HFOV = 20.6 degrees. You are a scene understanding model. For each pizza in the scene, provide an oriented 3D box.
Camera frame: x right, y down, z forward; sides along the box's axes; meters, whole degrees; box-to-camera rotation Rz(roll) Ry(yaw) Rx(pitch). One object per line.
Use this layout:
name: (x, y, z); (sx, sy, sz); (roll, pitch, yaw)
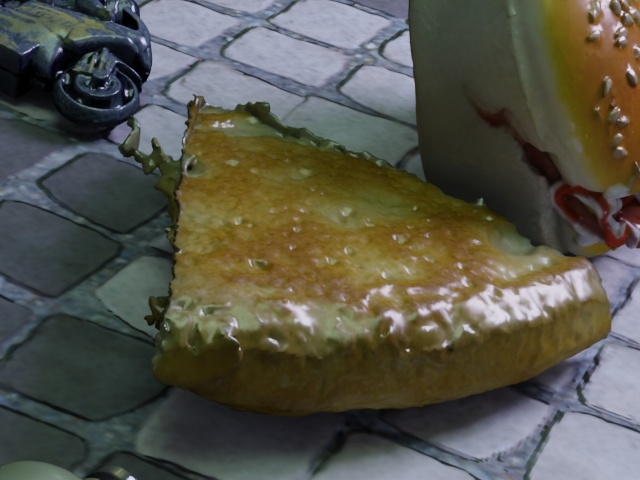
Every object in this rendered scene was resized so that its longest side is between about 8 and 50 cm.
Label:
pizza: (0.000, 0.000, 0.944); (0.280, 0.075, 0.288); (0, 29, -26)

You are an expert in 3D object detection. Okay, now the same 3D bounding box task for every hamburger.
hamburger: (0.155, -0.119, 1.054); (0.151, 0.227, 0.295); (-2, 26, 27)

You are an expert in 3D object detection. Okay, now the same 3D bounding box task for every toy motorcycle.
toy motorcycle: (-0.173, -0.136, 1.127); (0.193, 0.061, 0.124); (31, 41, 22)

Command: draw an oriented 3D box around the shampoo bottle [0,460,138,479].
shampoo bottle: (-0.119, 0.130, 0.658); (0.079, 0.079, 0.162); (23, 32, 21)
